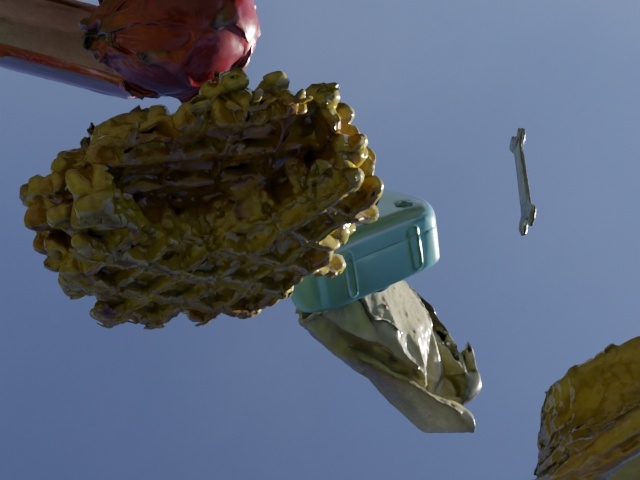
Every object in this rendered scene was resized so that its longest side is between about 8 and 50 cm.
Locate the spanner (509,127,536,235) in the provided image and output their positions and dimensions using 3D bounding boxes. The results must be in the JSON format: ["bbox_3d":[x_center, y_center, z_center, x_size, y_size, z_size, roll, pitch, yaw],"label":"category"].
[{"bbox_3d":[0.408,-0.126,1.855,0.017,0.071,0.302,12,-135,-5],"label":"spanner"}]

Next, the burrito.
[{"bbox_3d":[0.109,0.156,1.396,0.135,0.332,0.190,-36,-160,23],"label":"burrito"}]

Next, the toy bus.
[{"bbox_3d":[-0.398,-0.303,1.353,0.147,0.303,0.127,-157,-98,-84],"label":"toy bus"}]

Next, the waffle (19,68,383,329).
[{"bbox_3d":[-0.061,-0.015,0.508,0.193,0.197,0.070,-21,-115,6],"label":"waffle"}]

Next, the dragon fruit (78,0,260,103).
[{"bbox_3d":[-0.161,-0.241,1.044,0.209,0.172,0.172,-20,-154,-37],"label":"dragon fruit"}]

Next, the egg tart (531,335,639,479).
[{"bbox_3d":[0.322,0.168,0.909,0.315,0.315,0.120,-31,-118,8],"label":"egg tart"}]

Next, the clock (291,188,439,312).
[{"bbox_3d":[0.000,0.000,1.192,0.224,0.094,0.274,-20,-161,-29],"label":"clock"}]
